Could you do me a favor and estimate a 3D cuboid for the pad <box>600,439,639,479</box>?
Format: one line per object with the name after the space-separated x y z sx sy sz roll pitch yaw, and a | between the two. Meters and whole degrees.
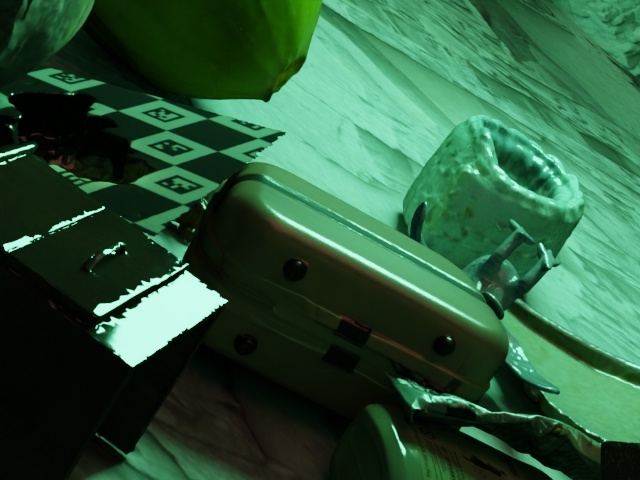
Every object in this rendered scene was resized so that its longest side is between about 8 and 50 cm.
0.346 0.296 1.324 0.004 0.220 0.330 -8 -14 43 | pad

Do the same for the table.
-0.202 0.060 1.023 0.193 0.172 0.169 36 21 8 | table

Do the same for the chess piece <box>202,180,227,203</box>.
-0.114 -0.063 1.574 0.172 0.060 0.060 27 22 -18 | chess piece

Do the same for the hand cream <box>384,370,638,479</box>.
0.171 0.174 1.260 0.248 0.052 0.075 20 -11 -18 | hand cream

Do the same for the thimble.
0.222 -0.045 1.855 0.205 0.172 0.250 46 23 25 | thimble

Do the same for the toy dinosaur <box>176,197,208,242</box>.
-0.150 -0.041 1.480 0.154 0.049 0.055 32 23 -19 | toy dinosaur

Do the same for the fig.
-0.142 -0.330 1.749 0.343 0.343 0.343 29 22 -13 | fig

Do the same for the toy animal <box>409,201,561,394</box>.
0.173 0.063 1.554 0.239 0.176 0.255 48 21 2 | toy animal

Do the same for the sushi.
-0.242 -0.070 1.349 0.339 0.068 0.320 16 24 13 | sushi

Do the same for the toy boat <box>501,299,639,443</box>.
0.327 0.185 1.636 0.294 0.111 0.276 17 25 -8 | toy boat

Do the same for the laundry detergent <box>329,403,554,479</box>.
0.137 0.238 1.236 0.253 0.091 0.181 25 19 -22 | laundry detergent

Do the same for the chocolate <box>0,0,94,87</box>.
-0.323 -0.281 1.363 0.303 0.303 0.213 40 23 15 | chocolate

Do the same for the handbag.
0.012 0.046 1.389 0.302 0.149 0.283 27 13 -13 | handbag
